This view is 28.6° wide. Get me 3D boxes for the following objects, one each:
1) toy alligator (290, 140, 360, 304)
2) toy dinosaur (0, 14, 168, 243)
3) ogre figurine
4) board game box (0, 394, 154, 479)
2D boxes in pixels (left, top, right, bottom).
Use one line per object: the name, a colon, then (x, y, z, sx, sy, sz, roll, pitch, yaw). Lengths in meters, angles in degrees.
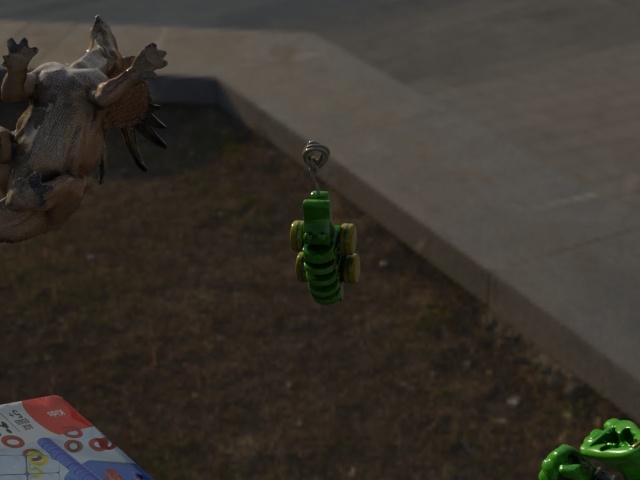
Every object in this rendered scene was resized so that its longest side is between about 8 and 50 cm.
toy alligator: (0.000, 0.000, 1.118, 0.056, 0.190, 0.051, 3, 45, 12)
toy dinosaur: (-0.231, -0.081, 1.121, 0.127, 0.200, 0.296, 30, 71, 6)
ogre figurine: (0.246, 0.162, 0.796, 0.197, 0.118, 0.097, -27, 9, 18)
board game box: (-0.159, 0.231, 0.745, 0.302, 0.086, 0.308, 37, 13, 18)
